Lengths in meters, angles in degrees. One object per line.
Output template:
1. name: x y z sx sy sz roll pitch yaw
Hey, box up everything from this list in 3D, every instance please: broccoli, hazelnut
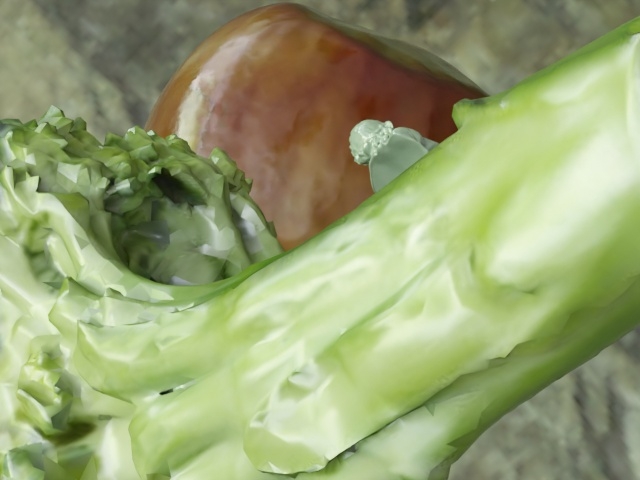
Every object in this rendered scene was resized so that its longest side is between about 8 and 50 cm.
1. broccoli: -0.022 0.039 0.716 0.353 0.397 0.275 27 -153 15
2. hazelnut: 0.003 -0.008 1.379 0.366 0.366 0.366 32 -146 -24

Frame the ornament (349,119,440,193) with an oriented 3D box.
1. ornament: 0.051 -0.042 1.009 0.041 0.068 0.092 -30 -112 -27
